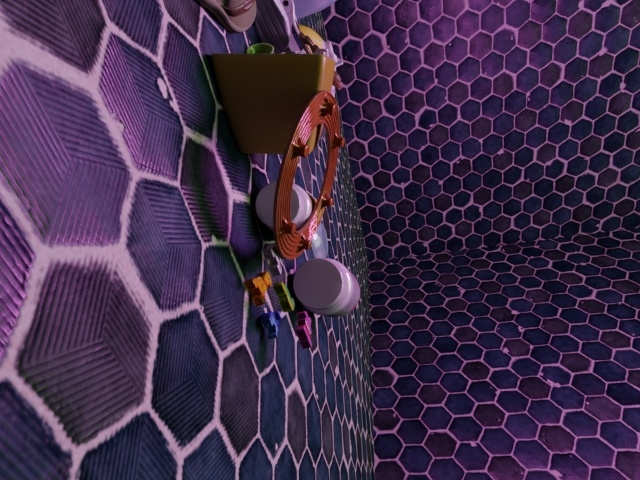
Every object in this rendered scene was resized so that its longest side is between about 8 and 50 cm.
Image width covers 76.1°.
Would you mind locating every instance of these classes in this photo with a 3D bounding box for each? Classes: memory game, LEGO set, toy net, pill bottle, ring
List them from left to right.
[{"bbox_3d":[-0.091,0.107,0.827,0.093,0.087,0.227,-82,155,-66],"label":"LEGO set"},{"bbox_3d":[-0.071,-0.071,0.958,0.208,0.119,0.119,16,67,-79],"label":"pill bottle"},{"bbox_3d":[-0.061,-0.429,0.979,0.045,0.232,0.122,87,-1,-48],"label":"toy net"},{"bbox_3d":[-0.010,-0.121,0.815,0.336,0.032,0.336,16,90,-76],"label":"ring"},{"bbox_3d":[0.000,-0.486,1.118,0.186,0.012,0.186,49,5,-6],"label":"memory game"},{"bbox_3d":[0.022,0.139,1.191,0.283,0.161,0.160,46,37,-73],"label":"pill bottle"}]

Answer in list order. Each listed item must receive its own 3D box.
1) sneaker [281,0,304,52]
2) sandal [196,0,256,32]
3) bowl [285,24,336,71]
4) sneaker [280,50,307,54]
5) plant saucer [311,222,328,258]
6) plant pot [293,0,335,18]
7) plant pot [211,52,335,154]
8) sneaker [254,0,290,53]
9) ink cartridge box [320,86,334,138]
[{"bbox_3d":[-0.118,-0.729,1.374,0.121,0.079,0.216,-117,-173,-67],"label":"sneaker"},{"bbox_3d":[-0.174,-0.492,0.806,0.303,0.086,0.120,-66,147,-71],"label":"sandal"},{"bbox_3d":[-0.027,-0.688,1.574,0.289,0.156,0.289,-7,90,-79],"label":"bowl"},{"bbox_3d":[-0.077,-0.533,1.270,0.283,0.122,0.110,-78,158,-62],"label":"sneaker"},{"bbox_3d":[0.000,0.000,1.523,0.195,0.038,0.194,-7,90,-79],"label":"plant saucer"},{"bbox_3d":[-0.024,-1.041,1.589,0.247,0.253,0.247,-88,166,-46],"label":"plant pot"},{"bbox_3d":[-0.086,-0.283,0.860,0.212,0.212,0.187,-71,163,-69],"label":"plant pot"},{"bbox_3d":[-0.140,-0.633,1.081,0.258,0.094,0.091,70,21,-47],"label":"sneaker"},{"bbox_3d":[-0.021,-0.458,1.362,0.154,0.093,0.212,164,-73,-68],"label":"ink cartridge box"}]
